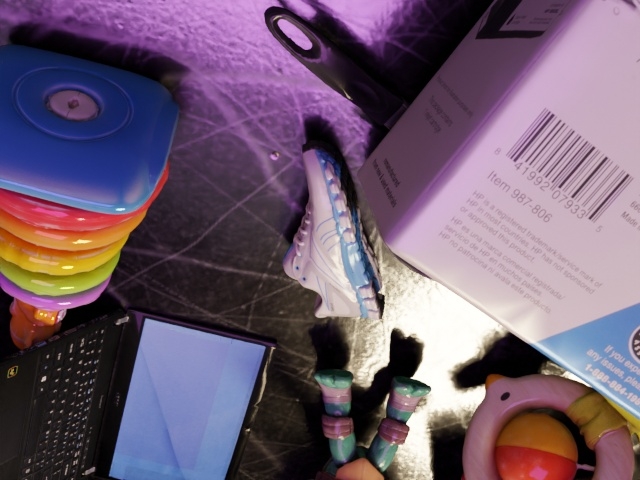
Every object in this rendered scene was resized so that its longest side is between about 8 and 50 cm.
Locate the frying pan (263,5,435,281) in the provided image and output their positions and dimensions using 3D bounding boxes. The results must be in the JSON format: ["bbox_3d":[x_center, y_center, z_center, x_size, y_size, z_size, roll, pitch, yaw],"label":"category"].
[{"bbox_3d":[0.080,-0.068,0.854,0.326,0.053,0.197,17,117,-9],"label":"frying pan"}]

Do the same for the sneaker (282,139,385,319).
[{"bbox_3d":[0.000,0.000,0.887,0.082,0.071,0.191,-9,120,12],"label":"sneaker"}]

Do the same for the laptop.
[{"bbox_3d":[-0.199,0.201,0.962,0.136,0.264,0.234,32,122,25],"label":"laptop"}]

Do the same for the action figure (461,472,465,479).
[{"bbox_3d":[0.179,0.231,1.040,0.038,0.030,0.115,18,116,-5],"label":"action figure"}]

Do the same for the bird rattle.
[{"bbox_3d":[0.242,0.225,0.948,0.206,0.143,0.254,7,84,26],"label":"bird rattle"}]

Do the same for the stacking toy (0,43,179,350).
[{"bbox_3d":[-0.234,-0.002,0.853,0.165,0.175,0.302,14,131,-10],"label":"stacking toy"}]

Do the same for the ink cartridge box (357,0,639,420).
[{"bbox_3d":[0.264,-0.100,0.737,0.285,0.166,0.395,34,105,-19],"label":"ink cartridge box"}]

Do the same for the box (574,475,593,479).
[{"bbox_3d":[0.255,0.462,1.087,0.191,0.143,0.381,-10,111,8],"label":"box"}]

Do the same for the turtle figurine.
[{"bbox_3d":[0.038,0.251,0.978,0.175,0.118,0.234,6,90,-22],"label":"turtle figurine"}]
